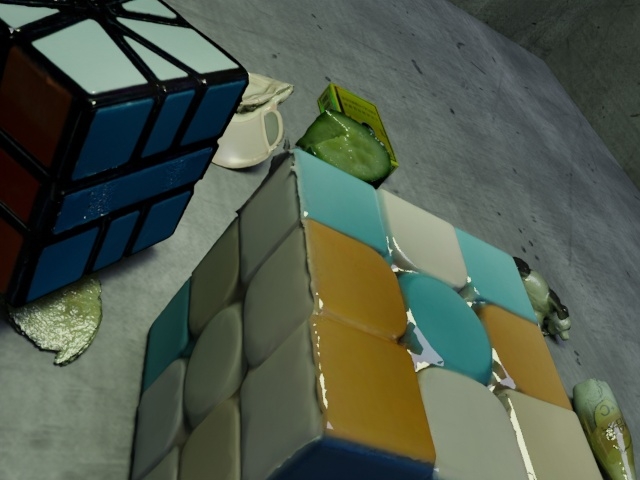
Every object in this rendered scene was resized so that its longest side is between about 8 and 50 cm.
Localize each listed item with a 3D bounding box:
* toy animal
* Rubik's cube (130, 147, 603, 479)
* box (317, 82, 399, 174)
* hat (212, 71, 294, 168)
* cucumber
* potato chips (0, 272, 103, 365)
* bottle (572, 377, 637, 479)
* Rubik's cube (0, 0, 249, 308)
[{"bbox_3d":[0.472,0.132,1.511,0.225,0.094,0.121,41,24,-1],"label":"toy animal"},{"bbox_3d":[0.025,0.178,0.740,0.344,0.347,0.347,24,39,-26],"label":"Rubik's cube"},{"bbox_3d":[0.082,-0.243,1.537,0.140,0.064,0.220,21,41,-32],"label":"box"},{"bbox_3d":[-0.172,-0.236,1.251,0.219,0.164,0.226,20,79,-32],"label":"hat"},{"bbox_3d":[0.032,-0.135,1.316,0.191,0.130,0.191,21,41,-20],"label":"cucumber"},{"bbox_3d":[-0.319,0.050,0.814,0.142,0.026,0.209,-4,58,-53],"label":"potato chips"},{"bbox_3d":[0.550,0.391,1.301,0.083,0.083,0.270,25,38,-25],"label":"bottle"},{"bbox_3d":[-0.301,-0.148,0.794,0.293,0.283,0.288,41,32,8],"label":"Rubik's cube"}]
